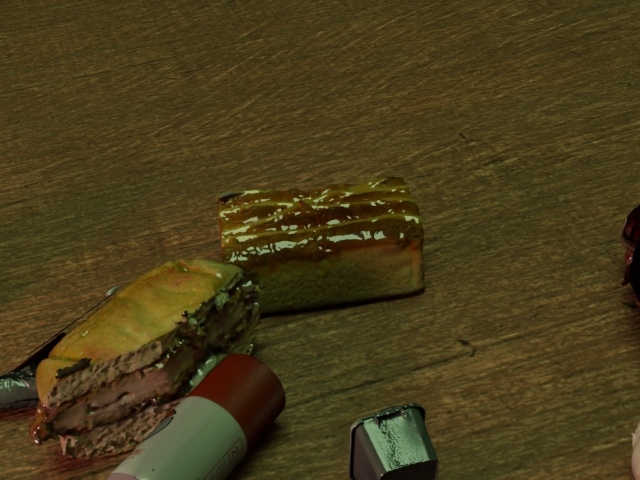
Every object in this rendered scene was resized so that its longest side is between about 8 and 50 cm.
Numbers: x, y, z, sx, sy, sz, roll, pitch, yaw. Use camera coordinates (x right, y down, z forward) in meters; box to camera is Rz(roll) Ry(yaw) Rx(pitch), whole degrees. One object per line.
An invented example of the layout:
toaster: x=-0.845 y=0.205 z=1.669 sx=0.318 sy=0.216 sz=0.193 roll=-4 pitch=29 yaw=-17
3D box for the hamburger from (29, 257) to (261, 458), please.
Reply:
hamburger: x=-0.203 y=0.129 z=1.279 sx=0.282 sy=0.155 sz=0.245 roll=-13 pitch=32 yaw=-5

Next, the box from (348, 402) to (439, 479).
box: x=0.079 y=0.236 z=1.131 sx=0.084 sy=0.122 sz=0.069 roll=-15 pitch=48 yaw=-13

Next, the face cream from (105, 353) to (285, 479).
face cream: x=-0.133 y=0.223 z=1.185 sx=0.096 sy=0.096 sz=0.214 roll=16 pitch=39 yaw=26

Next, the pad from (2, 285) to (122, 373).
pad: x=-0.324 y=0.112 z=1.330 sx=0.188 sy=0.006 sz=0.113 roll=-32 pitch=6 yaw=48

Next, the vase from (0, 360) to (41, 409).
vase: x=-0.414 y=0.190 z=1.295 sx=0.167 sy=0.059 sz=0.059 roll=-12 pitch=35 yaw=-11

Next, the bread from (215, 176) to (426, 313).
bread: x=0.000 y=0.000 z=1.481 sx=0.274 sy=0.114 sz=0.185 roll=-6 pitch=35 yaw=-6

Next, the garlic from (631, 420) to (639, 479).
garlic: x=0.421 y=0.182 z=1.077 sx=0.199 sy=0.226 sz=0.199 roll=1 pitch=32 yaw=-1

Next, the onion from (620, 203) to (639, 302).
onion: x=0.491 y=0.013 z=1.329 sx=0.281 sy=0.221 sz=0.281 roll=-29 pitch=24 yaw=14
